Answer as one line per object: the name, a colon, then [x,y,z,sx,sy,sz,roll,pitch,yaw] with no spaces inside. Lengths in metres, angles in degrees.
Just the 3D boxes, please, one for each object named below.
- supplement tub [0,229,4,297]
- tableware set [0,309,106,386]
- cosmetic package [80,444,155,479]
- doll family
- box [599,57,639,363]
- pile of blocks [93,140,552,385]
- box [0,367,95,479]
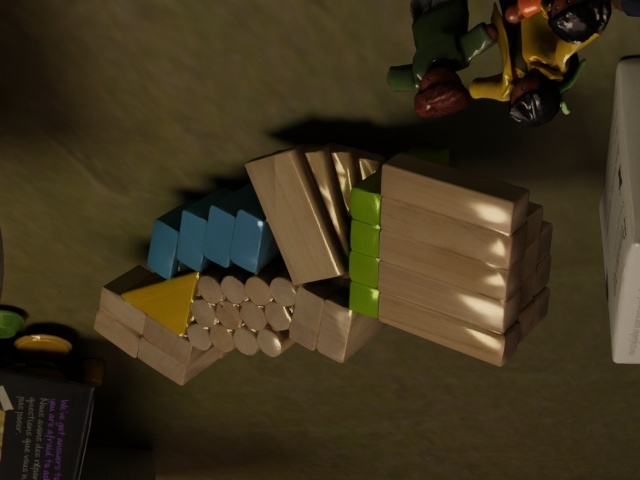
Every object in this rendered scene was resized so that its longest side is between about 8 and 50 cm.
supplement tub: [-0.295,-0.036,0.607,0.236,0.235,0.325,0,154,1]
tableware set: [-0.248,0.095,1.122,0.104,0.024,0.154,-20,146,30]
cosmetic package: [-0.296,0.314,1.221,0.285,0.377,0.097,9,109,-12]
doll family: [0.112,-0.108,0.587,0.076,0.111,0.193,17,149,-30]
box: [0.261,-0.015,0.766,0.182,0.119,0.181,-3,153,7]
pile of blocks: [0.000,0.000,0.854,0.362,0.148,0.113,-9,-163,39]
box: [-0.338,0.178,1.107,0.271,0.143,0.165,12,161,-9]
